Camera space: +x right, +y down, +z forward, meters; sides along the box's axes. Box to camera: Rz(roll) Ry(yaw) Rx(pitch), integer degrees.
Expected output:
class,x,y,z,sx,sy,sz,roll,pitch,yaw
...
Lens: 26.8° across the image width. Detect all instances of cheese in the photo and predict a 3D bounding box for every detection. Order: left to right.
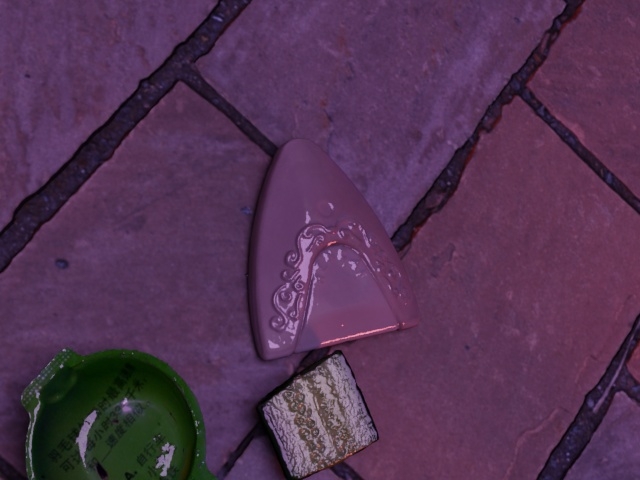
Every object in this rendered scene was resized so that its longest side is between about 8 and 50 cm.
class,x,y,z,sx,sy,sz,roll,pitch,yaw
cheese,-0.179,0.243,1.371,0.320,0.083,0.204,51,61,-21

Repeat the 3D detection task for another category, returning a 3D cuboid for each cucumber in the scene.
class,x,y,z,sx,sy,sz,roll,pitch,yaw
cucumber,-0.009,0.196,1.469,0.116,0.062,0.115,-23,85,-20

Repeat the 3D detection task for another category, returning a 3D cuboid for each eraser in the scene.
class,x,y,z,sx,sy,sz,roll,pitch,yaw
eraser,0.000,0.000,1.524,0.204,0.059,0.243,-12,86,-26
